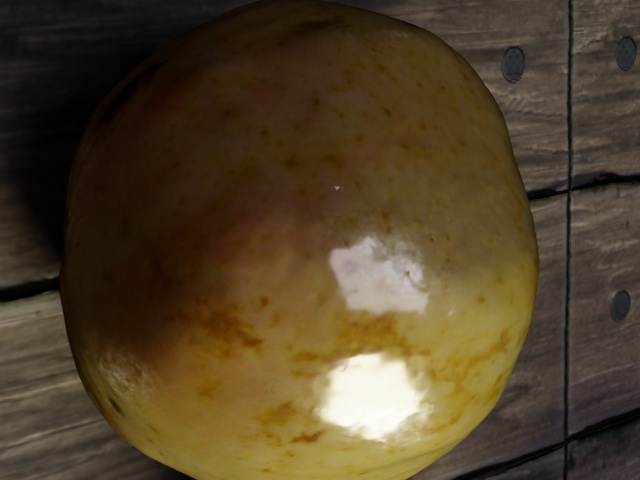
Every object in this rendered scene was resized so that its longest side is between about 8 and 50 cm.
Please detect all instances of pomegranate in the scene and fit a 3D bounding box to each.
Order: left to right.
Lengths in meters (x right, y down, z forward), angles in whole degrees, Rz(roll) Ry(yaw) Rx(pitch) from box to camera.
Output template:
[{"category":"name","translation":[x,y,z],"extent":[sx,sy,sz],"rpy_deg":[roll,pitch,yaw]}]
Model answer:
[{"category":"pomegranate","translation":[0.000,0.000,0.955],"extent":[0.342,0.342,0.343],"rpy_deg":[-9,104,-42]}]
